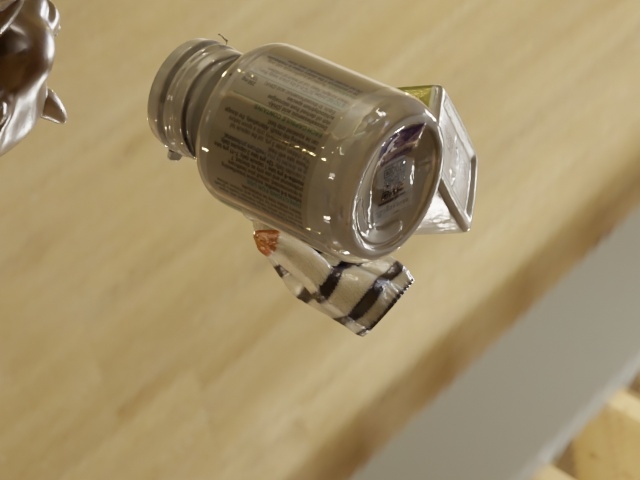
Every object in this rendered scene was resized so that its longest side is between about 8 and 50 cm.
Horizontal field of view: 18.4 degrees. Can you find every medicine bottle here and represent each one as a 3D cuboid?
[{"bbox_3d":[0.026,-0.063,1.671,0.132,0.189,0.088,55,-143,-57],"label":"medicine bottle"},{"bbox_3d":[-0.025,-0.078,1.506,0.135,0.215,0.135,-34,-43,-39],"label":"medicine bottle"}]

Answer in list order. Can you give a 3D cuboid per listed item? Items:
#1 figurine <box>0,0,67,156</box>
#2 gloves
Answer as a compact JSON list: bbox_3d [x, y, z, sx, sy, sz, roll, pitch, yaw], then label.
[{"bbox_3d":[-0.311,-0.116,1.504,0.247,0.177,0.173,-46,-28,-34],"label":"figurine"},{"bbox_3d":[-0.001,0.001,2.210,0.140,0.219,0.131,-47,0,-18],"label":"gloves"}]
